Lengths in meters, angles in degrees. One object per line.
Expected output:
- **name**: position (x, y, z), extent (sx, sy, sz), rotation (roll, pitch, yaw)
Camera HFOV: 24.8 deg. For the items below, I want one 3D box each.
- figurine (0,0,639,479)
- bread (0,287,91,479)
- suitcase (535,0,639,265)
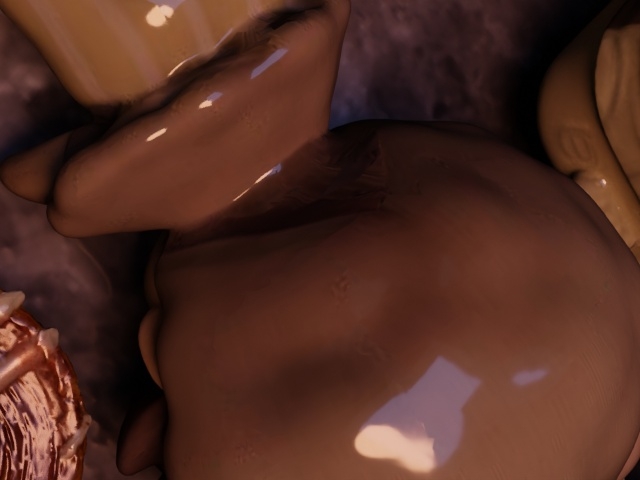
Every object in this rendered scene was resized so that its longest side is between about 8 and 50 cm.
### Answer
- **figurine**: position (-0.001, -0.001, 0.591), extent (0.248, 0.203, 0.380), rotation (-38, 107, -29)
- **bread**: position (-0.175, 0.080, 0.565), extent (0.160, 0.073, 0.160), rotation (0, 91, -33)
- **suitcase**: position (0.304, -0.035, 0.780), extent (0.339, 0.194, 0.351), rotation (-45, 110, -30)
